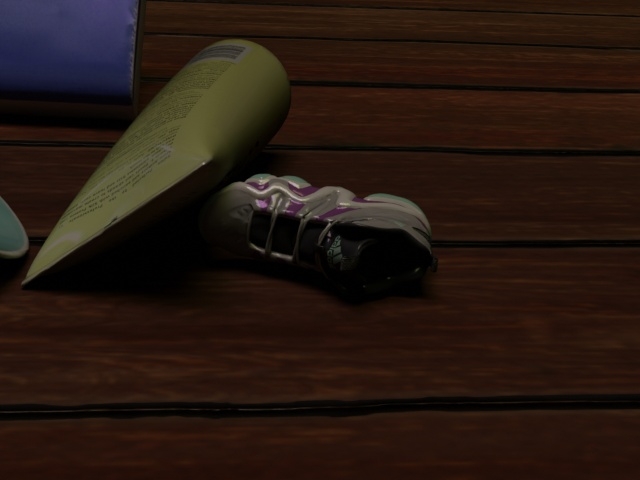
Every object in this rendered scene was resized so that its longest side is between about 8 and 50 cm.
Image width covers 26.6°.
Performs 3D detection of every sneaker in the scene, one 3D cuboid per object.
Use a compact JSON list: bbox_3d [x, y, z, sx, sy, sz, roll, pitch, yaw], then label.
[{"bbox_3d":[0.000,0.000,0.543,0.098,0.038,0.069,1,18,-6],"label":"sneaker"}]

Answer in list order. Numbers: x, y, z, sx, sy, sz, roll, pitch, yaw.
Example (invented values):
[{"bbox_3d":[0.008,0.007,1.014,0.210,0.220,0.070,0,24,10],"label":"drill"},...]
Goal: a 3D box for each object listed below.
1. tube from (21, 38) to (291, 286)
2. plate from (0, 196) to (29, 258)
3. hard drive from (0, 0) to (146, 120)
[{"bbox_3d":[-0.063,-0.041,0.625,0.062,0.070,0.240,16,19,3],"label":"tube"},{"bbox_3d":[-0.198,-0.048,0.541,0.188,0.024,0.188,41,2,-2],"label":"plate"},{"bbox_3d":[-0.262,-0.179,0.803,0.318,0.210,0.040,3,-21,-3],"label":"hard drive"}]
